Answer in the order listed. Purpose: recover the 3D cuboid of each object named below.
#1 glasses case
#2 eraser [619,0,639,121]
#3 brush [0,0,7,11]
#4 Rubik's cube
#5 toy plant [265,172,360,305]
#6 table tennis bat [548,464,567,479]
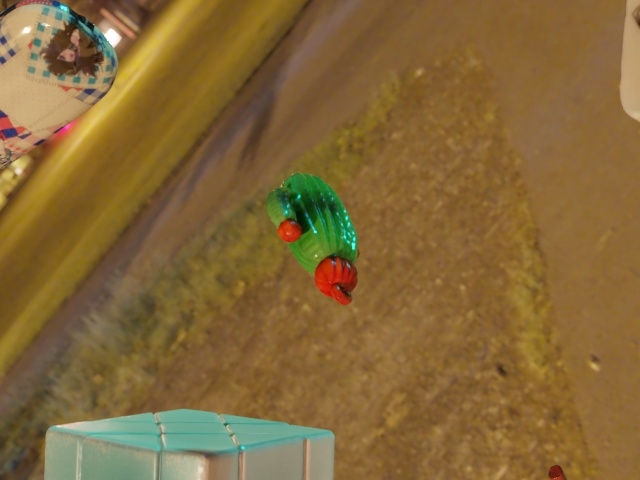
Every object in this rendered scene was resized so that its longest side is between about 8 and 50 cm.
[{"bbox_3d":[-0.346,-0.140,1.256,0.327,0.125,0.076,-27,36,31],"label":"glasses case"},{"bbox_3d":[0.560,-0.292,1.764,0.331,0.150,0.331,-28,53,45],"label":"eraser"},{"bbox_3d":[-0.385,-0.264,1.268,0.190,0.034,0.027,12,45,36],"label":"brush"},{"bbox_3d":[-0.194,0.430,1.801,0.322,0.319,0.316,4,91,34],"label":"Rubik's cube"},{"bbox_3d":[-0.009,-0.011,1.593,0.088,0.154,0.240,-42,11,18],"label":"toy plant"},{"bbox_3d":[0.325,0.343,1.559,0.019,0.154,0.098,-19,34,18],"label":"table tennis bat"}]
